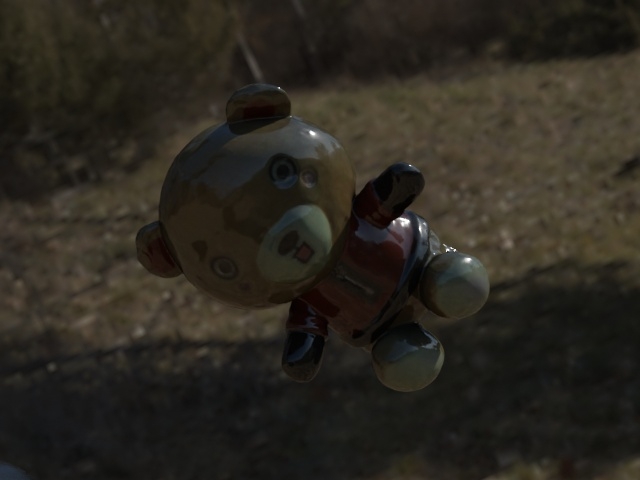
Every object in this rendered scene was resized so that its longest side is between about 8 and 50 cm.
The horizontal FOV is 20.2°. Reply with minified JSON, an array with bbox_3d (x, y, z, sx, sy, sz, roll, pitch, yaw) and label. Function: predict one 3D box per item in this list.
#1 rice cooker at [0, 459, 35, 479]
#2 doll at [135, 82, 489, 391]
[{"bbox_3d":[-0.259,0.257,1.045,0.224,0.267,0.267,-5,-16,-43],"label":"rice cooker"},{"bbox_3d":[0.000,0.000,1.741,0.235,0.330,0.174,-54,20,16],"label":"doll"}]
